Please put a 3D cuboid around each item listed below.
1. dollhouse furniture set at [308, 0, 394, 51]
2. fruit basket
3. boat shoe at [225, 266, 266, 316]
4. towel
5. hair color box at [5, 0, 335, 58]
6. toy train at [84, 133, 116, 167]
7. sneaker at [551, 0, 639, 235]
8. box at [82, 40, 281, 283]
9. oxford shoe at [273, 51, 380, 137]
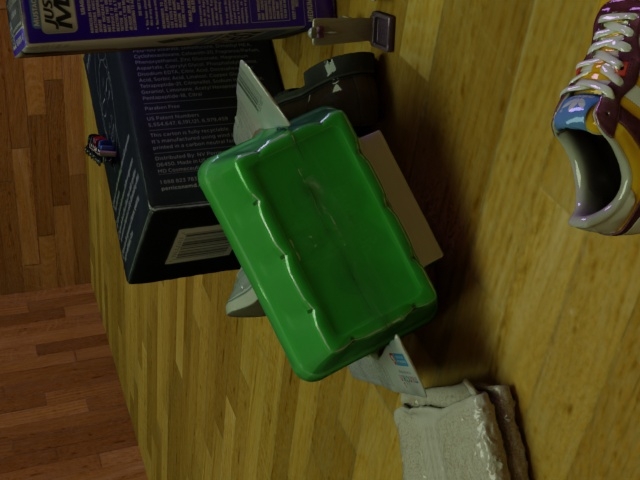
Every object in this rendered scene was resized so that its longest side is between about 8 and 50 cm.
[{"bbox_3d":[0.019,-0.248,0.876,0.091,0.081,0.114,-136,43,-58],"label":"dollhouse furniture set"},{"bbox_3d":[0.000,0.000,0.908,0.327,0.165,0.353,63,176,2],"label":"fruit basket"},{"bbox_3d":[-0.076,0.052,1.247,0.227,0.079,0.081,139,130,-59],"label":"boat shoe"},{"bbox_3d":[0.137,0.267,0.796,0.187,0.049,0.282,144,116,-67],"label":"towel"},{"bbox_3d":[-0.173,-0.273,1.003,0.185,0.338,0.110,-162,66,-67],"label":"hair color box"},{"bbox_3d":[-0.313,-0.131,1.263,0.158,0.027,0.036,-150,66,-64],"label":"toy train"},{"bbox_3d":[0.178,-0.095,0.517,0.069,0.083,0.186,-174,77,-68],"label":"sneaker"},{"bbox_3d":[-0.198,-0.177,1.278,0.293,0.212,0.396,130,128,-63],"label":"box"},{"bbox_3d":[-0.002,-0.126,0.976,0.227,0.082,0.096,161,96,-70],"label":"oxford shoe"}]
